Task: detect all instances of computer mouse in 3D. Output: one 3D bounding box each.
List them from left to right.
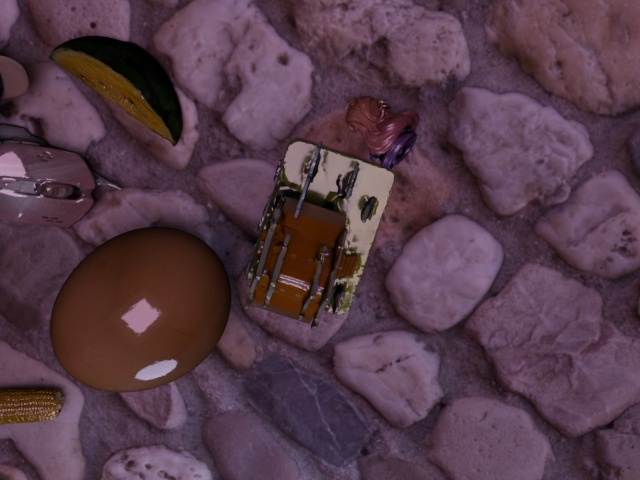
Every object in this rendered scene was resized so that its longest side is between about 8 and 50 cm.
[{"bbox_3d":[-0.597,-0.117,1.621,0.389,0.115,0.199,10,107,0],"label":"computer mouse"}]

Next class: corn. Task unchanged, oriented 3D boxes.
[{"bbox_3d":[-0.674,0.361,1.761,0.238,0.080,0.080,-6,104,1],"label":"corn"}]

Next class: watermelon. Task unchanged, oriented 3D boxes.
[{"bbox_3d":[-0.387,-0.309,1.578,0.301,0.123,0.129,34,124,-4],"label":"watermelon"}]

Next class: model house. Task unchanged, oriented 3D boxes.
[{"bbox_3d":[0.000,0.000,1.529,0.243,0.313,0.357,19,103,-5],"label":"model house"}]

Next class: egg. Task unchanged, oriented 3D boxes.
[{"bbox_3d":[-0.349,0.139,1.579,0.374,0.301,0.301,-37,100,19],"label":"egg"}]

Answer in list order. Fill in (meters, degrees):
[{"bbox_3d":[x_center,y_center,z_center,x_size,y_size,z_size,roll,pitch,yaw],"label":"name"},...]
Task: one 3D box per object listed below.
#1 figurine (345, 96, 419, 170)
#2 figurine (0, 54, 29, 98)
[{"bbox_3d":[0.119,-0.221,1.568,0.126,0.114,0.157,-42,97,-7],"label":"figurine"},{"bbox_3d":[-0.707,-0.239,1.506,0.205,0.185,0.332,30,69,0],"label":"figurine"}]
